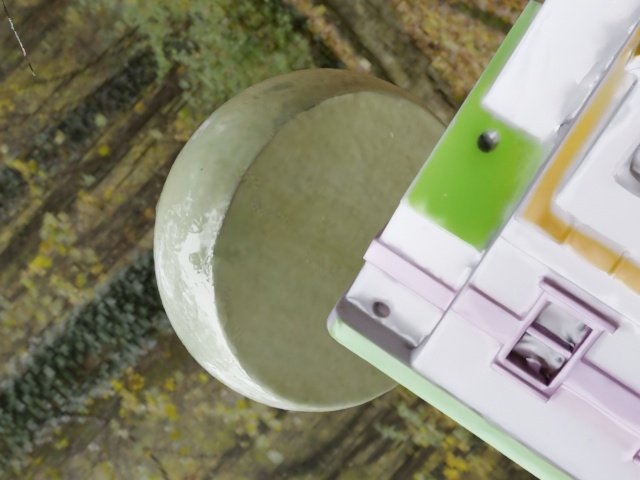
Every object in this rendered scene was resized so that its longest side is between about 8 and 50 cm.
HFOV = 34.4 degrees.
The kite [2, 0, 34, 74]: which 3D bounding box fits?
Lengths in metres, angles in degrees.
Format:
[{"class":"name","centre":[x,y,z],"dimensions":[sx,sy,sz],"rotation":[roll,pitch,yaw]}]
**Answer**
[{"class":"kite","centre":[-0.333,-0.233,1.112],"dimensions":[0.090,0.004,0.122],"rotation":[-158,47,-74]}]

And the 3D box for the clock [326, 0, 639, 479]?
[{"class":"clock","centre":[0.185,-0.034,0.446],"dimensions":[0.235,0.309,0.166],"rotation":[34,-145,7]}]

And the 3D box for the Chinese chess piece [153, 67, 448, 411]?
[{"class":"Chinese chess piece","centre":[0.000,0.000,0.755],"dimensions":[0.250,0.250,0.101],"rotation":[43,167,-36]}]
